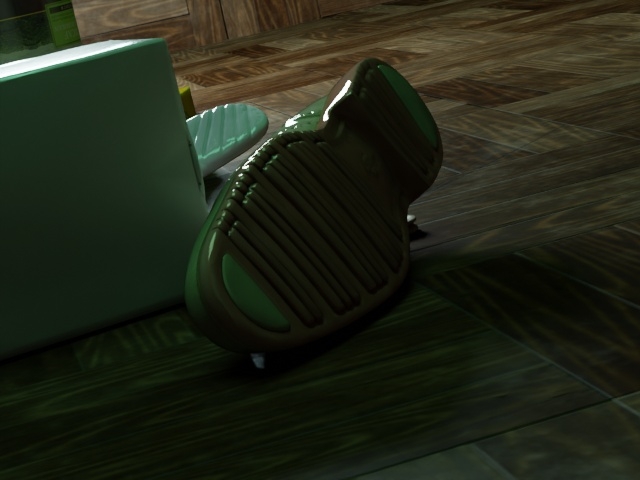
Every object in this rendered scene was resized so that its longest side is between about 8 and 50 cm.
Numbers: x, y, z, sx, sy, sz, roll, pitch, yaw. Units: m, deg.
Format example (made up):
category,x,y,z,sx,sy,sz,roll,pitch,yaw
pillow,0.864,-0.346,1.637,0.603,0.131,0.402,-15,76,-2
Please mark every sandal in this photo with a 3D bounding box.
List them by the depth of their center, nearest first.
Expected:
category,x,y,z,sx,sy,sz,roll,pitch,yaw
sandal,-0.161,-0.045,1.451,0.265,0.076,0.102,-27,40,-15

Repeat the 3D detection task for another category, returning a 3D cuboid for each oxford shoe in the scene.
category,x,y,z,sx,sy,sz,roll,pitch,yaw
oxford shoe,-0.019,-0.007,1.105,0.146,0.140,0.397,-34,7,29

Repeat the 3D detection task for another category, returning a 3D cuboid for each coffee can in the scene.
category,x,y,z,sx,sy,sz,roll,pitch,yaw
coffee can,-0.473,-0.283,2.322,0.202,0.275,0.201,-12,13,3

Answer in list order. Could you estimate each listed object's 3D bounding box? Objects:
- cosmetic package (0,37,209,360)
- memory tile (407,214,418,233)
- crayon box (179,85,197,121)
category,x,y,z,sx,sy,sz,roll,pitch,yaw
cosmetic package,-0.290,-0.015,1.137,0.385,0.217,0.156,-16,13,-25
memory tile,0.000,0.000,1.254,0.148,0.012,0.113,-18,14,-25
crayon box,-0.337,-0.075,1.672,0.363,0.106,0.313,-11,13,7
